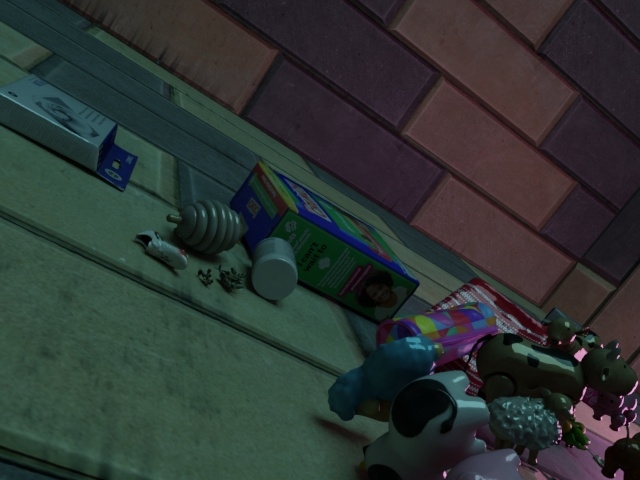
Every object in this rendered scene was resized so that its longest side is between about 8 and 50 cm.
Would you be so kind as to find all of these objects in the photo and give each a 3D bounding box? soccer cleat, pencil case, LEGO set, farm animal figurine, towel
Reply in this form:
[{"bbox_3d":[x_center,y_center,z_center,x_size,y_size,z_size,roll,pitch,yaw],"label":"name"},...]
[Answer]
[{"bbox_3d":[-0.208,0.013,0.803,0.083,0.029,0.036,37,20,23],"label":"soccer cleat"},{"bbox_3d":[0.198,0.161,1.018,0.237,0.104,0.104,-7,39,-42],"label":"pencil case"},{"bbox_3d":[-0.136,0.055,0.862,0.083,0.023,0.054,10,22,-35],"label":"LEGO set"},{"bbox_3d":[0.388,0.213,0.970,0.327,0.172,0.330,10,17,-5],"label":"farm animal figurine"},{"bbox_3d":[0.289,0.181,1.151,0.275,0.031,0.199,-27,55,-36],"label":"towel"}]

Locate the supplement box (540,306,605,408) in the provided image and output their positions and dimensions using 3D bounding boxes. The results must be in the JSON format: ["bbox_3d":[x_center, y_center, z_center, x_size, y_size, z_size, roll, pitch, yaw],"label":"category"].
[{"bbox_3d":[0.537,0.243,1.306,0.111,0.114,0.220,36,9,-3],"label":"supplement box"}]

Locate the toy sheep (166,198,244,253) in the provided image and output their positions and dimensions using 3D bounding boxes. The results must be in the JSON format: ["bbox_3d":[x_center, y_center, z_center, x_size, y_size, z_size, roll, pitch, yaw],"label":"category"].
[{"bbox_3d":[-0.170,-0.021,0.914,0.132,0.091,0.091,5,29,-41],"label":"toy sheep"}]

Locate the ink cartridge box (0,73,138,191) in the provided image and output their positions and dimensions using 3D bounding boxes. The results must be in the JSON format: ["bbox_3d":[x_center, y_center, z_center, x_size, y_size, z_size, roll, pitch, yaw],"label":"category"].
[{"bbox_3d":[-0.398,-0.182,1.000,0.224,0.045,0.223,31,12,-21],"label":"ink cartridge box"}]

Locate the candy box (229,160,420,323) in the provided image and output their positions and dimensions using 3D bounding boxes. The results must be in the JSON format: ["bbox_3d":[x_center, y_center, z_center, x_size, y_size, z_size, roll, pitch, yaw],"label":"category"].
[{"bbox_3d":[0.000,0.000,1.203,0.317,0.122,0.268,28,14,-27],"label":"candy box"}]

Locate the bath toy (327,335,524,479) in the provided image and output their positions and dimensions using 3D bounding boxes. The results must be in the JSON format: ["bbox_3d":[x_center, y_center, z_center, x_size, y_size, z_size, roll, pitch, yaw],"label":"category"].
[{"bbox_3d":[0.115,0.241,0.558,0.129,0.151,0.348,-10,31,-15],"label":"bath toy"}]

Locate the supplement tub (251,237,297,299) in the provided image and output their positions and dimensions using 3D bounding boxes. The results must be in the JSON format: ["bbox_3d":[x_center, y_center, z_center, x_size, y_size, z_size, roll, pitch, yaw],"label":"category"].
[{"bbox_3d":[-0.072,0.042,0.958,0.071,0.071,0.107,32,12,-13],"label":"supplement tub"}]

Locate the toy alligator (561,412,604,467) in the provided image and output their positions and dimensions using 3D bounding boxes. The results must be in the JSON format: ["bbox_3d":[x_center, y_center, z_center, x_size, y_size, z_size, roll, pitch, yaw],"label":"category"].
[{"bbox_3d":[0.503,0.391,1.242,0.056,0.051,0.189,20,27,-28],"label":"toy alligator"}]
